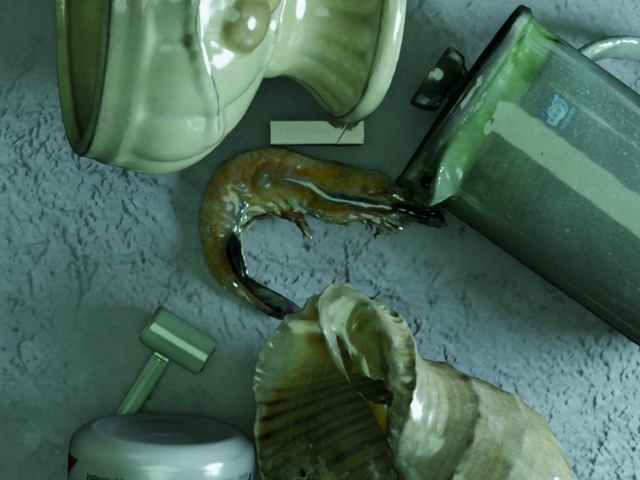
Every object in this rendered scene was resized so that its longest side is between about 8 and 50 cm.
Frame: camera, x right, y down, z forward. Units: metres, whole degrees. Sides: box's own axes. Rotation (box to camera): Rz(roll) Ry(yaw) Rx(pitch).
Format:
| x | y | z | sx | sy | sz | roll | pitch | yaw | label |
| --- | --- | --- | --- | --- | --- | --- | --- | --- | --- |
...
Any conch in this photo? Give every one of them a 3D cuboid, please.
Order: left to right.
| x | y | z | sx | sy | sz | roll | pitch | yaw | label |
| --- | --- | --- | --- | --- | --- | --- | --- | --- | --- |
| 0.072 | 0.195 | 1.200 | 0.263 | 0.186 | 0.324 | -29 | 78 | 16 | conch |

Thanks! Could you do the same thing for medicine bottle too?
| x | y | z | sx | sy | sz | roll | pitch | yaw | label |
| --- | --- | --- | --- | --- | --- | --- | --- | --- | --- |
| -0.140 | 0.300 | 1.198 | 0.157 | 0.157 | 0.289 | 3 | 94 | -2 | medicine bottle |

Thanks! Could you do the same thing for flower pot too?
| x | y | z | sx | sy | sz | roll | pitch | yaw | label |
| --- | --- | --- | --- | --- | --- | --- | --- | --- | --- |
| -0.075 | -0.204 | 1.129 | 0.244 | 0.307 | 0.308 | -1 | 92 | -18 | flower pot |

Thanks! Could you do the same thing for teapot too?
| x | y | z | sx | sy | sz | roll | pitch | yaw | label |
| --- | --- | --- | --- | --- | --- | --- | --- | --- | --- |
| 0.242 | -0.065 | 1.201 | 0.337 | 0.200 | 0.270 | 35 | 64 | -1 | teapot |

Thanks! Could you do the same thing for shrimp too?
| x | y | z | sx | sy | sz | roll | pitch | yaw | label |
| --- | --- | --- | --- | --- | --- | --- | --- | --- | --- |
| 0.000 | 0.000 | 1.251 | 0.219 | 0.046 | 0.152 | 7 | 91 | 1 | shrimp |

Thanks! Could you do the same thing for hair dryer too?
| x | y | z | sx | sy | sz | roll | pitch | yaw | label |
| --- | --- | --- | --- | --- | --- | --- | --- | --- | --- |
| -0.148 | 0.125 | 1.258 | 0.063 | 0.038 | 0.124 | 31 | 96 | -3 | hair dryer |

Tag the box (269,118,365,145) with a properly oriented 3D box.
| x | y | z | sx | sy | sz | roll | pitch | yaw | label |
| --- | --- | --- | --- | --- | --- | --- | --- | --- | --- |
| -0.004 | -0.094 | 1.245 | 0.083 | 0.053 | 0.024 | 2 | 92 | -1 | box |
